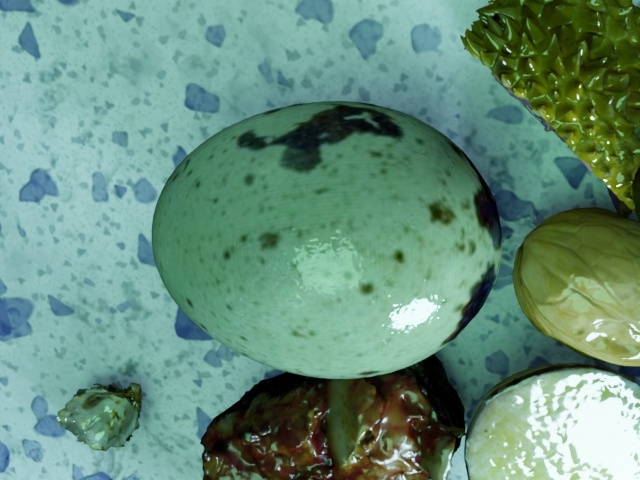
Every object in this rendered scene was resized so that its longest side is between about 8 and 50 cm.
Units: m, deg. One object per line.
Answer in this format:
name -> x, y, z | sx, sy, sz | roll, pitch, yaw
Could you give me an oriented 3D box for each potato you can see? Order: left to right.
potato -> 0.284, 0.234, 1.145 | 0.239, 0.116, 0.299 | -24, 115, 17

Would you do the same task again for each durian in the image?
durian -> 0.267, -0.162, 1.012 | 0.260, 0.154, 0.187 | 32, 93, -4

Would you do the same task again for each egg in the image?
egg -> 0.000, 0.000, 1.068 | 0.379, 0.287, 0.288 | -3, 110, 33

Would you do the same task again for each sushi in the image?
sushi -> 0.025, 0.240, 1.212 | 0.343, 0.182, 0.196 | -23, 103, 28

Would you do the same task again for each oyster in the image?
oyster -> -0.288, 0.232, 1.390 | 0.148, 0.051, 0.103 | -25, 112, 35

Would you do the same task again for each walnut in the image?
walnut -> 0.300, 0.050, 1.056 | 0.206, 0.159, 0.159 | 23, 116, 6

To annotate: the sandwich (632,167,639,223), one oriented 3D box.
sandwich -> 0.446, -0.023, 0.962 | 0.301, 0.162, 0.250 | -34, 88, -5
